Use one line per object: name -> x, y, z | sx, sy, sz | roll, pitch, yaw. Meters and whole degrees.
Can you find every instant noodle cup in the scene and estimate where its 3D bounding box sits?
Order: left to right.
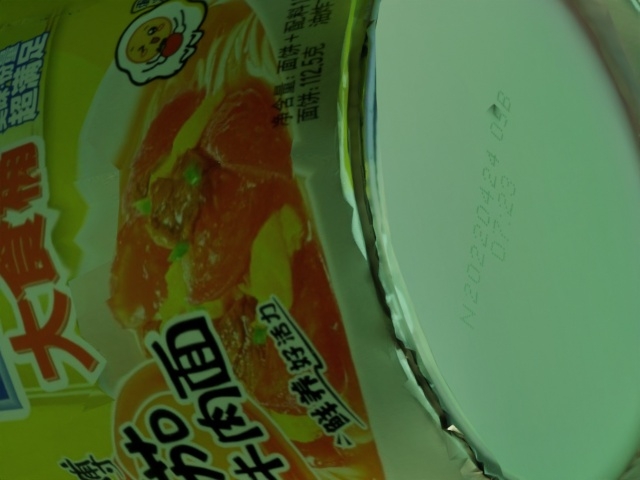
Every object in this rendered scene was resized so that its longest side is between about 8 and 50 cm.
instant noodle cup -> 0.000, 0.000, 0.498 | 0.205, 0.153, 0.205 | 22, 61, -46
